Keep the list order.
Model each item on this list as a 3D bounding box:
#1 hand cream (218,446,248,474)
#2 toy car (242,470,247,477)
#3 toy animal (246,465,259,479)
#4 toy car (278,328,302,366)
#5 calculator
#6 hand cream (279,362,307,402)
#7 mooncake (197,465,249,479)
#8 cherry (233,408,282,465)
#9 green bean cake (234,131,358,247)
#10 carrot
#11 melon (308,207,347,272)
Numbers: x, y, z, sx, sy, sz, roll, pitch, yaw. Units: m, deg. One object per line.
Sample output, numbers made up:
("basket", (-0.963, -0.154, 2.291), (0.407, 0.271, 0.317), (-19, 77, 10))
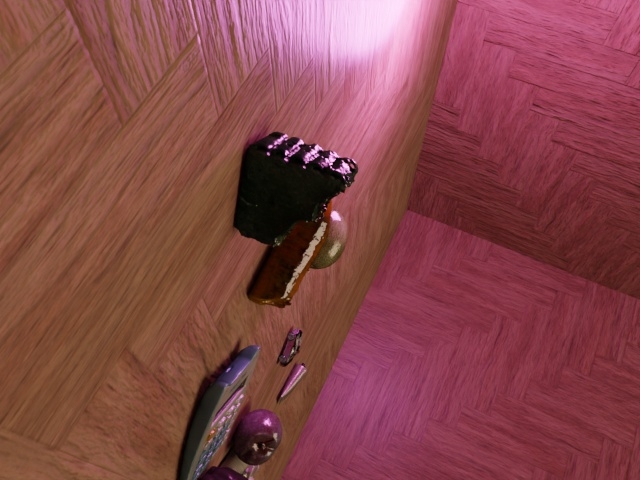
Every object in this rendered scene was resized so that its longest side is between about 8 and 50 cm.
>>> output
("hand cream", (-0.273, 0.707, 1.825), (0.059, 0.095, 0.276), (-45, 178, 32))
("toy car", (-0.302, 0.794, 1.884), (0.126, 0.098, 0.161), (-15, 100, -47))
("toy animal", (-0.279, 0.840, 2.066), (0.181, 0.131, 0.127), (106, -21, -60))
("toy car", (-0.099, 0.373, 2.033), (0.142, 0.055, 0.069), (-69, 165, 3))
("calculator", (-0.258, 0.449, 1.468), (0.256, 0.054, 0.386), (-45, 156, -63))
("hand cream", (-0.114, 0.569, 2.353), (0.186, 0.054, 0.087), (-54, 168, -29))
("mooncake", (-0.296, 0.748, 1.575), (0.283, 0.141, 0.283), (-44, 148, -37))
("cherry", (-0.195, 0.602, 1.831), (0.176, 0.140, 0.176), (-55, -162, 28))
("green bean cake", (-0.048, -0.081, 1.095), (0.107, 0.193, 0.208), (-60, 169, -57))
("carrot", (-0.062, 0.026, 1.423), (0.114, 0.114, 0.302), (75, 40, -71))
("melon", (0.000, 0.000, 1.576), (0.139, 0.139, 0.192), (83, 29, -67))
